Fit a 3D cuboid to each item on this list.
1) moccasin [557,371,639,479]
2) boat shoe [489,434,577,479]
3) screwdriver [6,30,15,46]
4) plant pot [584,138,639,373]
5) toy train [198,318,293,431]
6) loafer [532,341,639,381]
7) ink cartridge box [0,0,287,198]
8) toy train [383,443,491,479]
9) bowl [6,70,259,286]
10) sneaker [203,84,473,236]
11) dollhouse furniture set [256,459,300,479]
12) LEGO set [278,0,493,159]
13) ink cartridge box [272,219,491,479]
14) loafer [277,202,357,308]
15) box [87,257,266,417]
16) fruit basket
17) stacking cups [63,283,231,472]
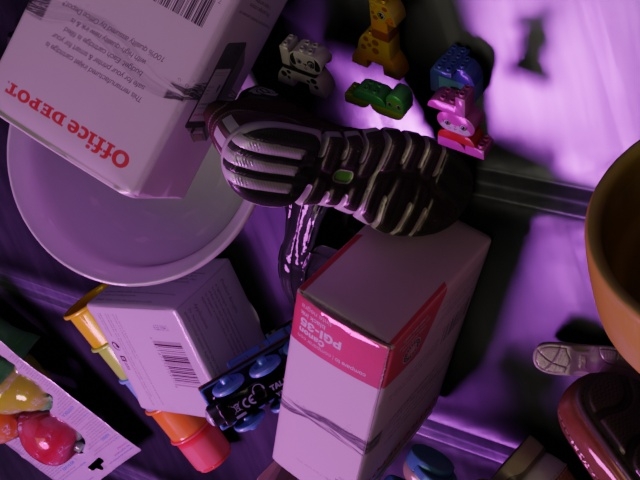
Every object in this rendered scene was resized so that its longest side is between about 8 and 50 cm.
[{"bbox_3d":[0.367,0.291,1.047,0.380,0.139,0.147,45,143,-6],"label":"moccasin"},{"bbox_3d":[0.214,0.360,1.270,0.103,0.113,0.302,40,138,15],"label":"boat shoe"},{"bbox_3d":[-0.396,-0.207,1.391,0.025,0.024,0.170,59,155,31],"label":"screwdriver"},{"bbox_3d":[0.349,0.061,0.836,0.254,0.254,0.239,15,144,31],"label":"plant pot"},{"bbox_3d":[-0.062,0.164,1.286,0.080,0.184,0.105,61,174,-16],"label":"toy train"},{"bbox_3d":[0.284,0.124,1.084,0.125,0.039,0.045,11,101,16],"label":"loafer"},{"bbox_3d":[-0.174,-0.203,1.032,0.198,0.115,0.272,32,99,15],"label":"ink cartridge box"},{"bbox_3d":[0.171,0.330,1.176,0.248,0.105,0.143,25,109,-11],"label":"toy train"},{"bbox_3d":[-0.183,-0.096,1.170,0.298,0.134,0.297,-1,87,12],"label":"bowl"},{"bbox_3d":[0.012,-0.096,1.036,0.106,0.281,0.162,-64,37,20],"label":"sneaker"},{"bbox_3d":[0.006,0.470,1.447,0.303,0.198,0.286,38,125,-1],"label":"dollhouse furniture set"},{"bbox_3d":[0.070,-0.172,0.977,0.227,0.087,0.093,23,149,24],"label":"LEGO set"},{"bbox_3d":[0.059,0.123,1.133,0.117,0.207,0.283,30,136,19],"label":"ink cartridge box"},{"bbox_3d":[0.000,0.000,1.183,0.078,0.076,0.223,29,133,30],"label":"loafer"},{"bbox_3d":[-0.182,0.127,1.403,0.182,0.119,0.180,-1,121,41],"label":"box"},{"bbox_3d":[-0.498,0.287,1.800,0.353,0.165,0.327,35,141,-12],"label":"fruit basket"},{"bbox_3d":[-0.247,0.209,1.539,0.096,0.096,0.316,-20,108,46],"label":"stacking cups"}]
